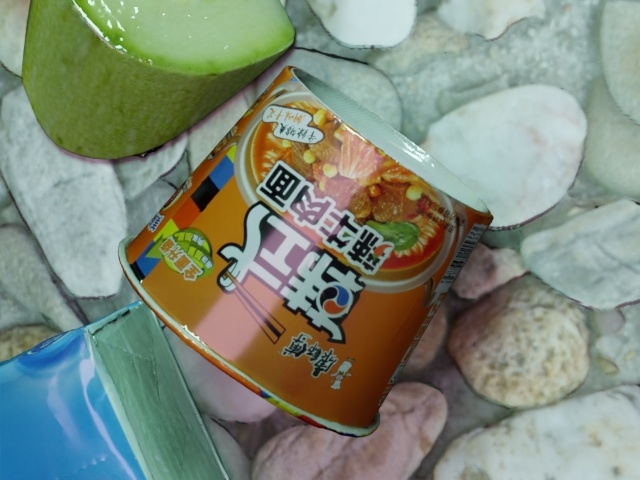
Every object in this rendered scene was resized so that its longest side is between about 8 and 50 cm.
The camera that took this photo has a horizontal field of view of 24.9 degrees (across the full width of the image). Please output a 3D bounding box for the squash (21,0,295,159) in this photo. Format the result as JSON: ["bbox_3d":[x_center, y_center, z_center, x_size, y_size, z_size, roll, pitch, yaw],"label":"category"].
[{"bbox_3d":[-0.170,-0.195,1.243,0.204,0.155,0.237,-36,85,-16],"label":"squash"}]

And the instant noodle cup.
[{"bbox_3d":[0.000,0.000,1.115,0.250,0.250,0.192,38,101,8],"label":"instant noodle cup"}]

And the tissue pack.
[{"bbox_3d":[-0.245,0.196,1.269,0.263,0.146,0.198,-23,91,21],"label":"tissue pack"}]
